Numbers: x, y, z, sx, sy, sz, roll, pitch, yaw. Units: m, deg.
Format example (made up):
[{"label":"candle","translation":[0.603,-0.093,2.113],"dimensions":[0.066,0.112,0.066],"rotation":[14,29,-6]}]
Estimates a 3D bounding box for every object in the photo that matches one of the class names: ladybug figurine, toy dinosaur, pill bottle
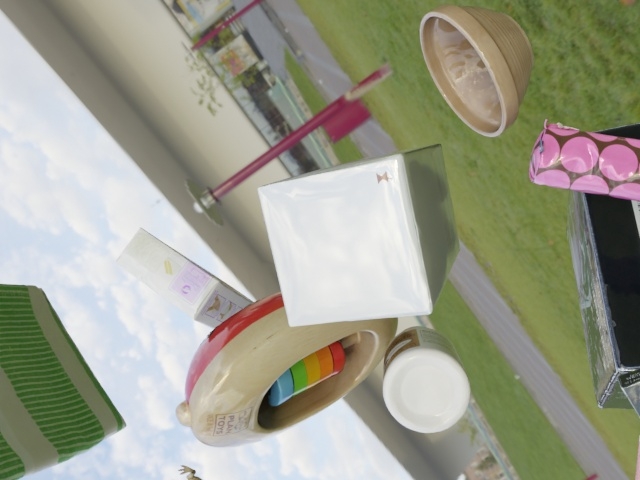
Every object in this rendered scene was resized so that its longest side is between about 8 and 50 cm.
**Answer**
[{"label":"ladybug figurine","translation":[-0.058,0.203,0.999],"dimensions":[0.162,0.449,0.305],"rotation":[43,133,35]},{"label":"toy dinosaur","translation":[-0.229,0.450,1.020],"dimensions":[0.092,0.183,0.053],"rotation":[75,-176,-51]},{"label":"pill bottle","translation":[0.171,0.218,0.937],"dimensions":[0.131,0.131,0.229],"rotation":[55,-172,1]}]

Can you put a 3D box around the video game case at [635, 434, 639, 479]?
[{"label":"video game case","translation":[0.535,0.400,0.878],"dimensions":[0.025,0.204,0.285],"rotation":[10,106,45]}]

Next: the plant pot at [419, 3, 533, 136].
[{"label":"plant pot","translation":[0.280,-0.304,0.946],"dimensions":[0.237,0.110,0.237],"rotation":[58,178,3]}]

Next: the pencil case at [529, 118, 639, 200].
[{"label":"pencil case","translation":[0.422,-0.115,0.821],"dimensions":[0.209,0.098,0.095],"rotation":[12,-173,13]}]

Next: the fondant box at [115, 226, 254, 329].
[{"label":"fondant box","translation":[-0.267,0.116,1.256],"dimensions":[0.238,0.096,0.330],"rotation":[30,172,24]}]

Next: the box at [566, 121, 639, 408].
[{"label":"box","translation":[0.704,0.074,1.158],"dimensions":[0.472,0.297,0.480],"rotation":[46,-140,-57]}]

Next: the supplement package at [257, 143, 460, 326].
[{"label":"supplement package","translation":[0.043,-0.013,0.442],"dimensions":[0.179,0.105,0.105],"rotation":[-30,-70,-68]}]

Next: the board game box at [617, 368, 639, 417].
[{"label":"board game box","translation":[0.420,0.200,0.585],"dimensions":[0.186,0.126,0.026],"rotation":[56,-155,-8]}]

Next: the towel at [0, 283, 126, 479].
[{"label":"towel","translation":[-0.356,0.136,0.579],"dimensions":[0.248,0.038,0.325],"rotation":[52,-175,14]}]

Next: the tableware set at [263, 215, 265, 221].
[{"label":"tableware set","translation":[0.000,0.000,0.880],"dimensions":[0.194,0.039,0.128],"rotation":[-21,-82,-50]}]
